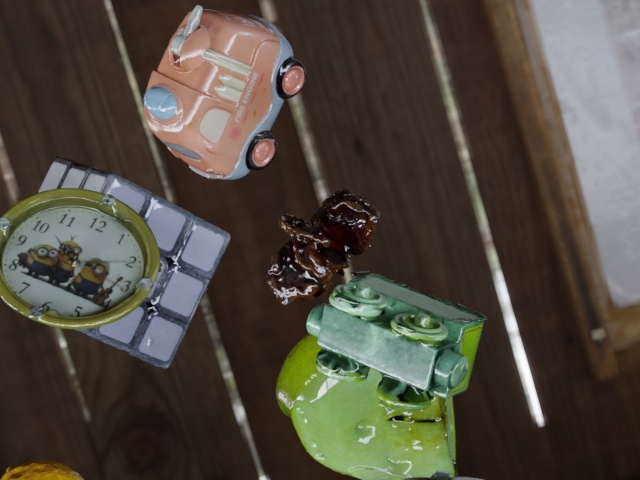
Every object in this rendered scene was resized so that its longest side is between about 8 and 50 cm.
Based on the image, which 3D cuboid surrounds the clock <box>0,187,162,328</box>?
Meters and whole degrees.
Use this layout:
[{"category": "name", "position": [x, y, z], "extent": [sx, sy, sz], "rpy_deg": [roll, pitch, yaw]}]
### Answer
[{"category": "clock", "position": [-0.338, 0.032, 1.788], "extent": [0.237, 0.237, 0.057], "rpy_deg": [-21, 151, -25]}]

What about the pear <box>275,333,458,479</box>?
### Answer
[{"category": "pear", "position": [0.078, 0.262, 2.343], "extent": [0.318, 0.342, 0.238], "rpy_deg": [-8, -153, 8]}]

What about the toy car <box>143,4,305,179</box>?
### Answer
[{"category": "toy car", "position": [-0.173, -0.239, 2.068], "extent": [0.180, 0.271, 0.212], "rpy_deg": [29, -171, 40]}]

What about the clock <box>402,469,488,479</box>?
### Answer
[{"category": "clock", "position": [0.213, 0.333, 1.605], "extent": [0.244, 0.056, 0.244], "rpy_deg": [15, -178, -1]}]

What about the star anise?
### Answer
[{"category": "star anise", "position": [0.000, 0.000, 1.879], "extent": [0.190, 0.126, 0.220], "rpy_deg": [-33, 168, -42]}]

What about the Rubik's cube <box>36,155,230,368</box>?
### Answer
[{"category": "Rubik's cube", "position": [-0.413, 0.040, 2.580], "extent": [0.305, 0.304, 0.301], "rpy_deg": [27, 175, -35]}]

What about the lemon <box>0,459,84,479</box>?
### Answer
[{"category": "lemon", "position": [-0.447, 0.419, 2.076], "extent": [0.187, 0.142, 0.142], "rpy_deg": [9, -157, 37]}]

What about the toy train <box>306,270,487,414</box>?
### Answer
[{"category": "toy train", "position": [0.116, 0.155, 2.019], "extent": [0.271, 0.159, 0.188], "rpy_deg": [21, -163, 30]}]
